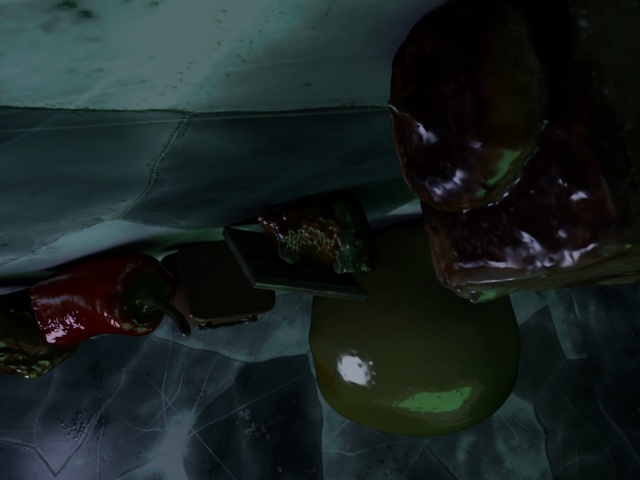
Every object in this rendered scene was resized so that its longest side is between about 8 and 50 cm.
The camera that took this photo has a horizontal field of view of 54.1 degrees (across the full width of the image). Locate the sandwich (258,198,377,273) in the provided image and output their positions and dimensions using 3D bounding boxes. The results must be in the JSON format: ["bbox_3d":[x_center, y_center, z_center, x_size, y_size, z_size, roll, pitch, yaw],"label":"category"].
[{"bbox_3d":[0.002,0.000,0.935,0.160,0.109,0.185,-8,178,4],"label":"sandwich"}]

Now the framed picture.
[{"bbox_3d":[-0.038,0.036,0.962,0.203,0.150,0.015,10,117,-33],"label":"framed picture"}]

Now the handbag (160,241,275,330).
[{"bbox_3d":[-0.172,0.079,1.094,0.193,0.151,0.072,-6,169,-43],"label":"handbag"}]

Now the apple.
[{"bbox_3d":[0.197,0.188,1.349,0.473,0.474,0.473,-11,173,-1],"label":"apple"}]

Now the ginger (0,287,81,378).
[{"bbox_3d":[-0.523,0.155,1.111,0.165,0.172,0.321,-51,168,-2],"label":"ginger"}]

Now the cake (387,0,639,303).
[{"bbox_3d":[0.181,-0.061,0.427,0.293,0.199,0.196,-6,174,-26],"label":"cake"}]

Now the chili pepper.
[{"bbox_3d":[-0.297,0.083,0.972,0.338,0.134,0.131,-12,-172,34],"label":"chili pepper"}]

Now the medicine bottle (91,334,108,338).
[{"bbox_3d":[-0.515,0.176,1.486,0.186,0.103,0.103,-16,172,28],"label":"medicine bottle"}]
